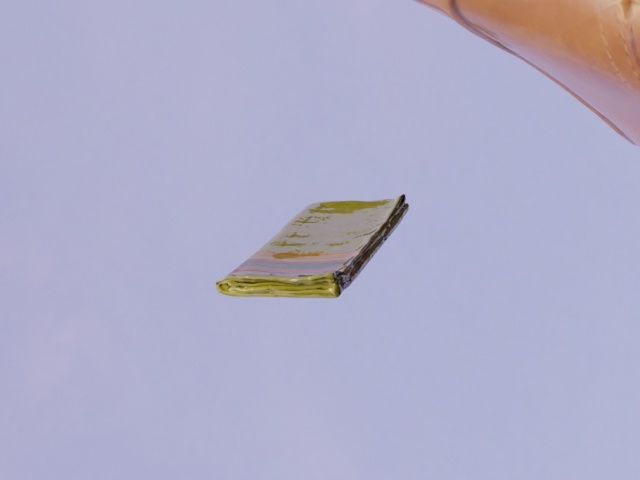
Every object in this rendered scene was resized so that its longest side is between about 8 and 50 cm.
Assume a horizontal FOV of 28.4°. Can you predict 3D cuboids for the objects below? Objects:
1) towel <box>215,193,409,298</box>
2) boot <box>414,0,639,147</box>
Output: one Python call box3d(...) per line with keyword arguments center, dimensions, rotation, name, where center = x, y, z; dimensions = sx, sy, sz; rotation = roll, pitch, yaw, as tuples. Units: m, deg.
box3d(center=(0.000, 0.000, 1.068), dimensions=(0.237, 0.102, 0.021), rotation=(-45, -47, -65), name="towel")
box3d(center=(0.108, -0.065, 0.452), dimensions=(0.104, 0.295, 0.211), rotation=(-46, -64, -10), name="boot")
